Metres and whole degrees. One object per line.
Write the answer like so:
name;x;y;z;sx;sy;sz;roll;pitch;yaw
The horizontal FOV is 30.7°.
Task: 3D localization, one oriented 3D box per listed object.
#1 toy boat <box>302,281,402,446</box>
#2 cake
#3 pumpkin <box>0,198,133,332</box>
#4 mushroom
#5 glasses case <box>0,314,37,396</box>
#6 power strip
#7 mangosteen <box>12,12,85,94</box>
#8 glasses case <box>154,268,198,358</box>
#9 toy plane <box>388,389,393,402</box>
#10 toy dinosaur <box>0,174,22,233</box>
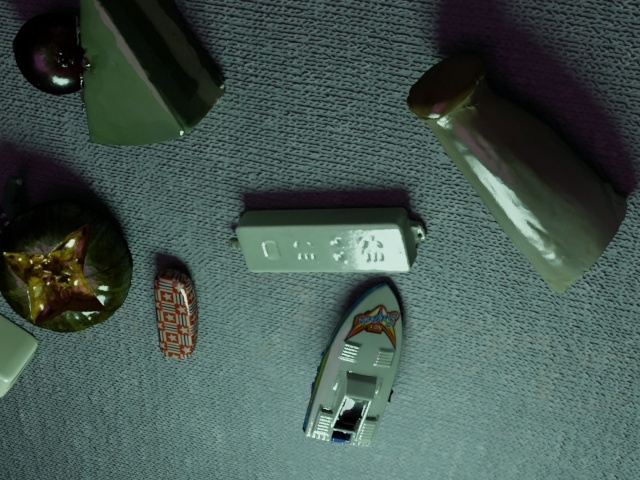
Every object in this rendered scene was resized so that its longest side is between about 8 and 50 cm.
toy boat;0.065;0.206;1.945;0.129;0.088;0.295;13;106;-15
cake;-0.241;-0.284;1.684;0.172;0.158;0.283;10;126;13
pumpkin;-0.441;0.043;2.003;0.238;0.159;0.238;1;110;4
mushroom;0.286;-0.092;1.639;0.154;0.137;0.407;-16;126;45
glasses case;-0.703;0.165;2.224;0.313;0.131;0.070;34;130;-7
power strip;0.000;0.000;1.868;0.338;0.058;0.098;-1;126;22
mangosteen;-0.408;-0.285;1.778;0.140;0.140;0.140;11;129;14
glasses case;-0.253;0.130;2.074;0.073;0.049;0.194;11;129;11
toy plane;0.063;0.240;2.032;0.145;0.060;0.037;21;133;-15
toy dinosaur;-0.580;-0.030;2.064;0.120;0.079;0.292;18;131;1
